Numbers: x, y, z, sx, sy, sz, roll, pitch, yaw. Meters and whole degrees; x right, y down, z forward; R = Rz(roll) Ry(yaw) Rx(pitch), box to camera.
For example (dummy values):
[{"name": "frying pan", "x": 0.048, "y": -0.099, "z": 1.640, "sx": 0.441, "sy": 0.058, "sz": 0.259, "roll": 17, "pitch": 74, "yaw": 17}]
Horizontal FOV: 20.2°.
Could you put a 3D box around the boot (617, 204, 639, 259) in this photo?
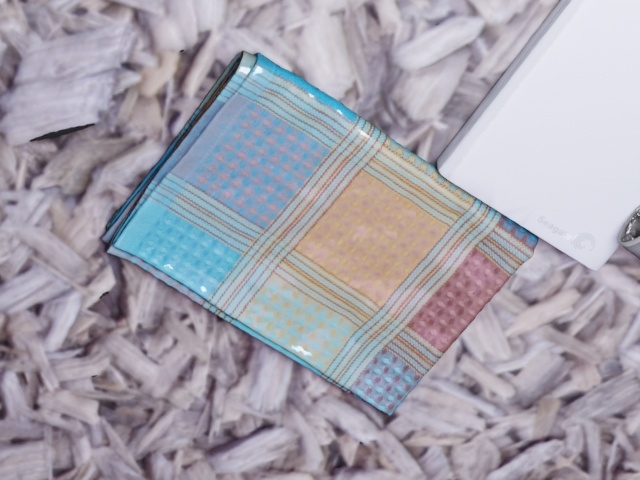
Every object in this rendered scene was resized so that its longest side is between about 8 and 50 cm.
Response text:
[{"name": "boot", "x": 0.377, "y": 0.050, "z": 1.819, "sx": 0.208, "sy": 0.076, "sz": 0.189, "roll": 31, "pitch": 101, "yaw": -34}]

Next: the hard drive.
[{"name": "hard drive", "x": 0.286, "y": -0.137, "z": 1.766, "sx": 0.203, "sy": 0.040, "sz": 0.307, "roll": 31, "pitch": 113, "yaw": -14}]

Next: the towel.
[{"name": "towel", "x": 0.000, "y": 0.000, "z": 1.840, "sx": 0.370, "sy": 0.040, "sz": 0.271, "roll": 32, "pitch": 114, "yaw": -15}]
